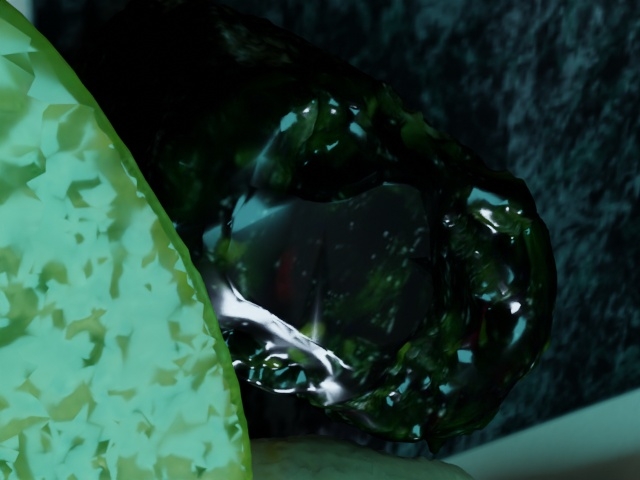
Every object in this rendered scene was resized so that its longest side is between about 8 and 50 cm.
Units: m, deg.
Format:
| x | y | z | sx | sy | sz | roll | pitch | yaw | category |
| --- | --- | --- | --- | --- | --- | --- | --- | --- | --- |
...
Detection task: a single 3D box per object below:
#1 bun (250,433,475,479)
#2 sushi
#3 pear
| x | y | z | sx | sy | sz | roll | pitch | yaw | category |
| --- | --- | --- | --- | --- | --- | --- | --- | --- | --- |
| -0.018 | 0.139 | 0.708 | 0.188 | 0.164 | 0.111 | 12 | 72 | -35 | bun |
| 0.000 | 0.000 | 0.662 | 0.225 | 0.127 | 0.124 | 31 | 95 | -46 | sushi |
| -0.185 | 0.009 | 0.521 | 0.288 | 0.139 | 0.239 | -15 | 118 | -14 | pear |
